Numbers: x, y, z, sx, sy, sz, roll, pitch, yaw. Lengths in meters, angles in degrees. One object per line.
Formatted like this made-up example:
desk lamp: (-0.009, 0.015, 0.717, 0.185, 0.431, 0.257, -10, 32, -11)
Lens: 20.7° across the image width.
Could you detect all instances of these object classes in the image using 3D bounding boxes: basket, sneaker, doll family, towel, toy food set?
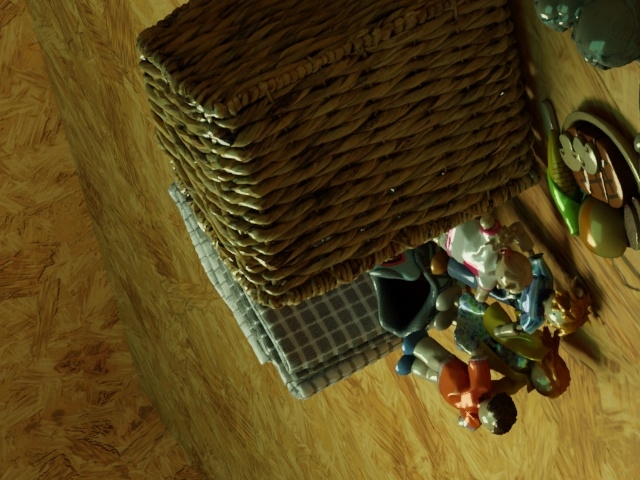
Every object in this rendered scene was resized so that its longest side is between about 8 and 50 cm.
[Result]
basket: (0.009, -0.118, 1.524, 0.213, 0.299, 0.223, 42, 154, 50)
sneaker: (0.089, -0.016, 1.694, 0.104, 0.125, 0.261, 6, 128, 25)
doll family: (0.174, 0.063, 1.643, 0.163, 0.118, 0.263, 33, 137, 35)
towel: (0.000, 0.000, 1.876, 0.283, 0.235, 0.121, 59, 158, 14)
toy food set: (0.228, -0.042, 1.430, 0.192, 0.039, 0.132, 30, 144, 63)

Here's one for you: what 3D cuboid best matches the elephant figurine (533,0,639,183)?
elephant figurine: (0.243, -0.117, 1.085, 0.239, 0.186, 0.169, 44, -141, -43)
